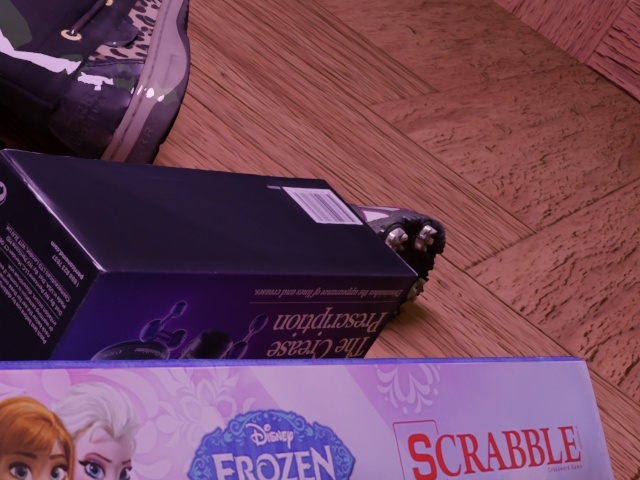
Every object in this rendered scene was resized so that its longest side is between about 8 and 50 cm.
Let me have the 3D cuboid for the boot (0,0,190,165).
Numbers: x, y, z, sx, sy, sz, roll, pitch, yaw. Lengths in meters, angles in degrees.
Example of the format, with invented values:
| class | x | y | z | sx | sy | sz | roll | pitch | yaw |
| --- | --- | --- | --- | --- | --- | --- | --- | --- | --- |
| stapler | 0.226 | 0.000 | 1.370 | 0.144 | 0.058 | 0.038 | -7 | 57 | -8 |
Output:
| class | x | y | z | sx | sy | sz | roll | pitch | yaw |
| --- | --- | --- | --- | --- | --- | --- | --- | --- | --- |
| boot | -0.260 | -0.196 | 1.235 | 0.284 | 0.138 | 0.377 | 22 | 25 | -19 |

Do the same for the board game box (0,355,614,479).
| class | x | y | z | sx | sy | sz | roll | pitch | yaw |
| --- | --- | --- | --- | --- | --- | --- | --- | --- | --- |
| board game box | -0.107 | 0.111 | 0.553 | 0.319 | 0.318 | 0.066 | 6 | 68 | -50 |

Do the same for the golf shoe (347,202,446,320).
| class | x | y | z | sx | sy | sz | roll | pitch | yaw |
| --- | --- | --- | --- | --- | --- | --- | --- | --- | --- |
| golf shoe | 0.000 | 0.000 | 1.205 | 0.120 | 0.105 | 0.273 | 37 | 20 | 32 |

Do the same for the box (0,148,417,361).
| class | x | y | z | sx | sy | sz | roll | pitch | yaw |
| --- | --- | --- | --- | --- | --- | --- | --- | --- | --- |
| box | -0.093 | 0.059 | 0.834 | 0.261 | 0.184 | 0.103 | 2 | 39 | -52 |

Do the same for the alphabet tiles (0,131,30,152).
| class | x | y | z | sx | sy | sz | roll | pitch | yaw |
| --- | --- | --- | --- | --- | --- | --- | --- | --- | --- |
| alphabet tiles | -0.249 | -0.029 | 1.050 | 0.198 | 0.009 | 0.237 | 35 | 22 | 7 |
